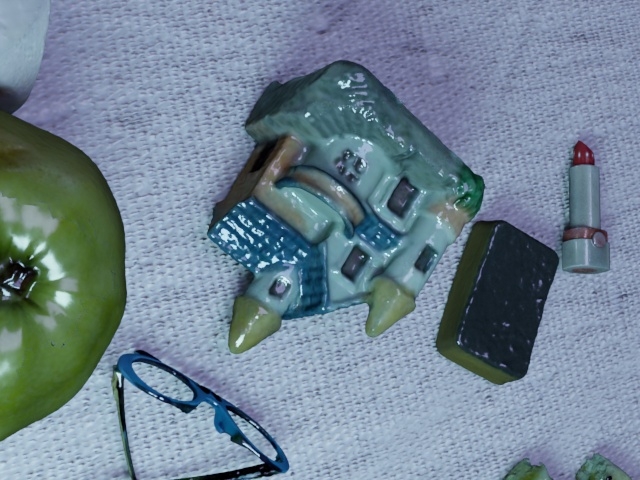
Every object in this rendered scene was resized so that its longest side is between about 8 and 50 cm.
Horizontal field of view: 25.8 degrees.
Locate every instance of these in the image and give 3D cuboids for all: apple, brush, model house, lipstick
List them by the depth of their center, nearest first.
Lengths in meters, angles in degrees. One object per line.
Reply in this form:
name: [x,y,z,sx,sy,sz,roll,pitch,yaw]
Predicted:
apple: [-0.356,0.035,1.339,0.357,0.357,0.357,5,80,-30]
model house: [0.000,0.000,1.634,0.267,0.194,0.325,41,68,-20]
brush: [0.234,0.079,1.832,0.123,0.059,0.197,28,70,-23]
lipstick: [0.366,-0.050,1.933,0.063,0.057,0.186,8,76,-29]

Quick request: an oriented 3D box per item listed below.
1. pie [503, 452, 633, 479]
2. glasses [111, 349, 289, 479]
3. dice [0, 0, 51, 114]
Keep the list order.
pie: [0.335,0.428,1.838,0.302,0.067,0.303,4,81,-29]
glasses: [-0.154,0.247,1.551,0.239,0.102,0.207,32,68,-24]
dice: [-0.423,-0.254,1.372,0.259,0.251,0.243,3,80,-29]
